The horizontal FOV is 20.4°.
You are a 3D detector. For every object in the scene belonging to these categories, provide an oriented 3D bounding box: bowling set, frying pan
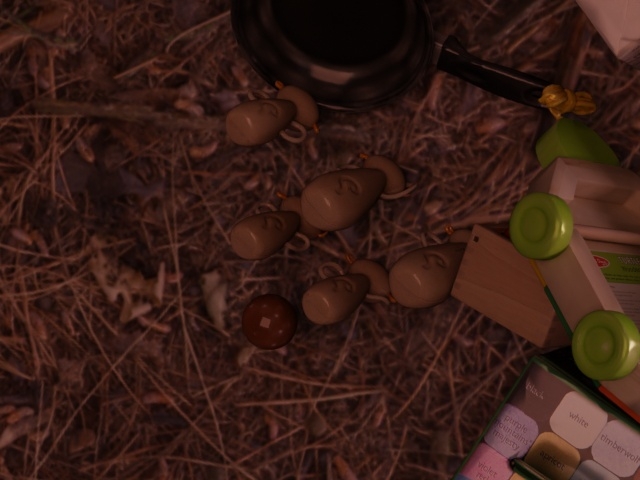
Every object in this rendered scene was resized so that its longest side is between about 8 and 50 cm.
[{"bbox_3d":[0.000,0.000,1.704,0.287,0.154,0.200,47,122,11],"label":"bowling set"},{"bbox_3d":[0.074,-0.207,1.667,0.326,0.053,0.197,0,130,17],"label":"frying pan"}]

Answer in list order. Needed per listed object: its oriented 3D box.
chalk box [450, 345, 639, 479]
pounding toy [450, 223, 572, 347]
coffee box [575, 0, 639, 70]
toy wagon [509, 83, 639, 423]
[{"bbox_3d":[0.221,0.213,1.536,0.180,0.289,0.179,35,100,15],"label":"chalk box"},{"bbox_3d":[0.206,0.021,1.609,0.130,0.141,0.100,31,111,37],"label":"pounding toy"},{"bbox_3d":[0.301,-0.225,1.530,0.141,0.246,0.098,-37,81,15],"label":"coffee box"},{"bbox_3d":[0.269,0.017,1.529,0.068,0.267,0.344,-45,56,32],"label":"toy wagon"}]
